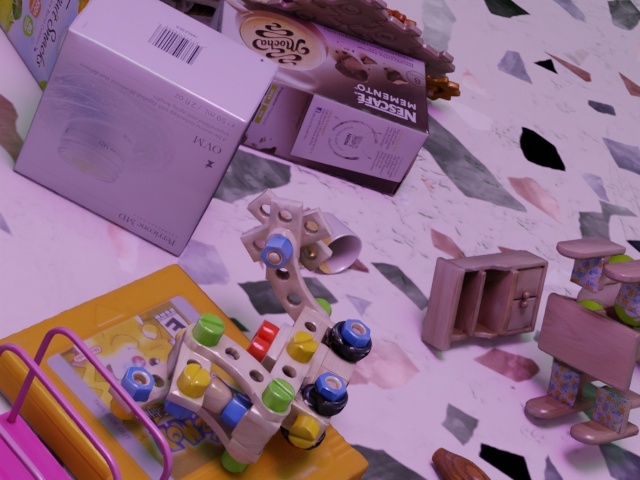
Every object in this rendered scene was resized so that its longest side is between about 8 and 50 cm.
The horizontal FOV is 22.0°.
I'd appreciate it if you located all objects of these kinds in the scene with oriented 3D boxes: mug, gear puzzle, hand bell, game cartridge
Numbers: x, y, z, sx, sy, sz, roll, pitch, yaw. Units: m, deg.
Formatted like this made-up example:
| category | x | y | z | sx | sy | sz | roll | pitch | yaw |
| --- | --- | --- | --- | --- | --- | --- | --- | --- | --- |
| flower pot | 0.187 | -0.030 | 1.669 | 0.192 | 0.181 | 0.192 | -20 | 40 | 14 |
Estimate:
| category | x | y | z | sx | sy | sz | roll | pitch | yaw |
| --- | --- | --- | --- | --- | --- | --- | --- | --- | --- |
| mug | 0.003 | -0.003 | 2.021 | 0.078 | 0.062 | 0.064 | 3 | 36 | -40 |
| gear puzzle | 0.093 | -0.274 | 2.263 | 0.339 | 0.175 | 0.044 | 31 | 66 | -45 |
| hand bell | 0.210 | 0.307 | 1.790 | 0.126 | 0.126 | 0.242 | -15 | 42 | -43 |
| game cartridge | -0.145 | 0.183 | 1.715 | 0.323 | 0.053 | 0.285 | 43 | 39 | 18 |

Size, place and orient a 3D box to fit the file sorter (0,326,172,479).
| category | x | y | z | sx | sy | sz | roll | pitch | yaw |
| --- | --- | --- | --- | --- | --- | --- | --- | --- | --- |
| file sorter | -0.306 | 0.223 | 1.454 | 0.202 | 0.182 | 0.290 | 46 | 40 | 21 |

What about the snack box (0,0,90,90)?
| category | x | y | z | sx | sy | sz | roll | pitch | yaw |
| --- | --- | --- | --- | --- | --- | --- | --- | --- | --- |
| snack box | -0.318 | -0.289 | 2.040 | 0.070 | 0.174 | 0.207 | -11 | 52 | -40 |

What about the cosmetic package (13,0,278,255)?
| category | x | y | z | sx | sy | sz | roll | pitch | yaw |
| --- | --- | --- | --- | --- | --- | --- | --- | --- | --- |
| cosmetic package | -0.204 | -0.141 | 1.904 | 0.224 | 0.225 | 0.138 | 28 | 40 | -3 |

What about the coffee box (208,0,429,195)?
| category | x | y | z | sx | sy | sz | roll | pitch | yaw |
| --- | --- | --- | --- | --- | --- | --- | --- | --- | --- |
| coffee box | -0.013 | -0.194 | 2.178 | 0.297 | 0.119 | 0.168 | 18 | 39 | -14 |

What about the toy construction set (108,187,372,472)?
| category | x | y | z | sx | sy | sz | roll | pitch | yaw |
| --- | --- | --- | --- | --- | --- | --- | --- | --- | --- |
| toy construction set | -0.062 | 0.105 | 1.717 | 0.215 | 0.151 | 0.328 | 31 | 49 | -1 |

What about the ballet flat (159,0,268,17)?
| category | x | y | z | sx | sy | sz | roll | pitch | yaw |
| --- | --- | --- | --- | --- | --- | --- | --- | --- | --- |
| ballet flat | -0.112 | -0.321 | 2.275 | 0.348 | 0.123 | 0.123 | 11 | 41 | -21 |

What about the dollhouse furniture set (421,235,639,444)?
| category | x | y | z | sx | sy | sz | roll | pitch | yaw |
| --- | --- | --- | --- | --- | --- | --- | --- | --- | --- |
| dollhouse furniture set | 0.266 | 0.104 | 1.955 | 0.161 | 0.212 | 0.242 | -6 | 23 | -40 |

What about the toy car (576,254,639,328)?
| category | x | y | z | sx | sy | sz | roll | pitch | yaw |
| --- | --- | --- | --- | --- | --- | --- | --- | --- | --- |
| toy car | 0.434 | 0.119 | 2.142 | 0.188 | 0.149 | 0.155 | 58 | 41 | -11 |
